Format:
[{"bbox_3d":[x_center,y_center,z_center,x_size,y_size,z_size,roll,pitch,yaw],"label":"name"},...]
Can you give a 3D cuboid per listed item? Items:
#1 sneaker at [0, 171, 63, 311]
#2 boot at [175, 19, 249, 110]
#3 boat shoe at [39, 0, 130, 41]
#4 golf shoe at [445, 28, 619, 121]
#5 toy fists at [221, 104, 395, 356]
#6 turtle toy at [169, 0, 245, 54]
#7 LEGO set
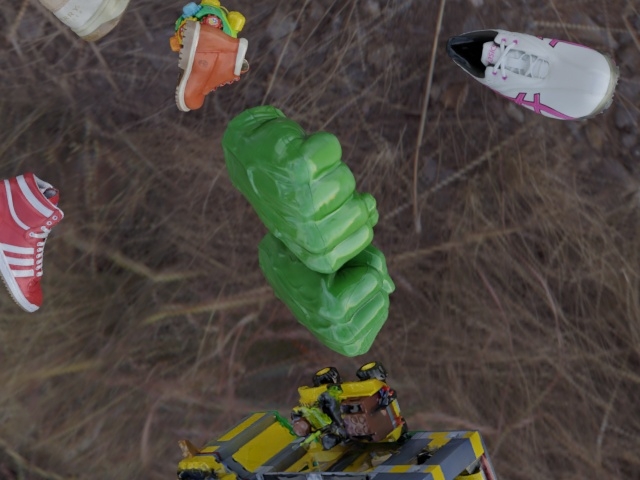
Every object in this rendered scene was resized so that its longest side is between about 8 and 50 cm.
[{"bbox_3d":[-0.221,0.000,0.862,0.067,0.042,0.118,-24,130,-10],"label":"sneaker"},{"bbox_3d":[-0.132,-0.201,1.355,0.084,0.158,0.059,9,65,-9],"label":"boot"},{"bbox_3d":[-0.287,-0.435,1.519,0.121,0.341,0.110,-18,140,41],"label":"boat shoe"},{"bbox_3d":[0.185,-0.150,1.001,0.086,0.186,0.067,7,101,-31],"label":"golf shoe"},{"bbox_3d":[0.000,0.000,1.063,0.096,0.142,0.279,-29,136,-15],"label":"toy fists"},{"bbox_3d":[-0.144,-0.259,1.445,0.130,0.066,0.095,36,110,30],"label":"turtle toy"},{"bbox_3d":[0.004,0.253,0.592,0.255,0.192,0.331,-2,109,42],"label":"LEGO set"}]
